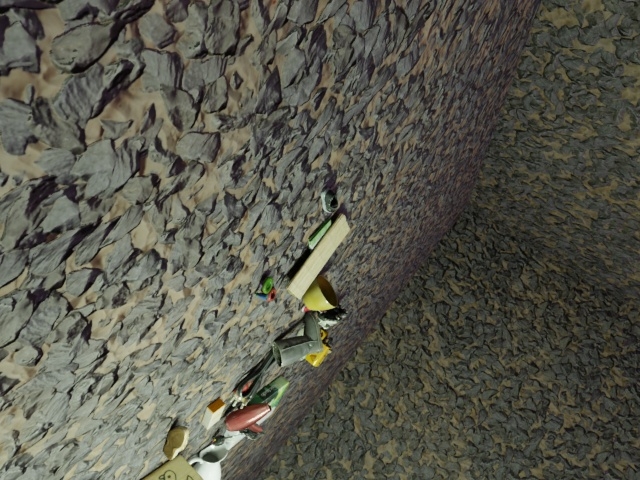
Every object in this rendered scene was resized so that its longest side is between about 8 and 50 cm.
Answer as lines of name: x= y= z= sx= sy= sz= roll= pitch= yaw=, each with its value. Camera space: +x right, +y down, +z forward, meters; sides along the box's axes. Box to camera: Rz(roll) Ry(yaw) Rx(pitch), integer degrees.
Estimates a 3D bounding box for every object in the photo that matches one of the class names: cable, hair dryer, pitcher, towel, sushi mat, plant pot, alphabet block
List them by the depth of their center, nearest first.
towel: x=0.000 y=0.000 z=1.574 sx=0.113 sy=0.023 sz=0.152 roll=-49 pitch=157 yaw=-21
alphabet block: x=-0.525 y=0.902 z=1.592 sx=0.194 sy=0.192 sz=0.197 roll=-60 pitch=160 yaw=20
sushi mat: x=-0.003 y=0.060 z=1.593 sx=0.317 sy=0.019 sz=0.151 roll=-54 pitch=159 yaw=-8
plant pot: x=-0.011 y=0.211 z=1.759 sx=0.095 sy=0.134 sz=0.134 roll=-30 pitch=167 yaw=18
cable: x=-0.256 y=0.518 z=1.815 sx=0.287 sy=0.072 sz=0.140 roll=-60 pitch=151 yaw=-22
pitcher: x=-0.482 y=0.938 z=1.879 sx=0.177 sy=0.125 sz=0.207 roll=3 pitch=115 yaw=-39
hair dryer: x=-0.291 y=0.733 z=1.887 sx=0.223 sy=0.080 sz=0.294 roll=7 pitch=136 yaw=-39

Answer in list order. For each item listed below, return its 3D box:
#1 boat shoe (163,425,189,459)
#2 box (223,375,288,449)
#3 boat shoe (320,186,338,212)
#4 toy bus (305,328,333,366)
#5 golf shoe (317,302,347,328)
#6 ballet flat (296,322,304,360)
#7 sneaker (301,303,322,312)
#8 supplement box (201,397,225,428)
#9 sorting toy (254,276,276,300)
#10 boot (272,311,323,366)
boat shoe: x=-0.462 y=0.647 z=1.516 sx=0.059 sy=0.063 sz=0.170 roll=-29 pitch=158 yaw=-55
box: x=-0.291 y=0.771 z=2.101 sx=0.322 sy=0.058 sz=0.233 roll=-22 pitch=143 yaw=-57
boat shoe: x=0.033 y=-0.115 z=1.424 sx=0.049 sy=0.040 sz=0.142 roll=-52 pitch=160 yaw=-8
toy bus: x=0.006 y=0.528 z=2.311 sx=0.191 sy=0.104 sz=0.202 roll=-36 pitch=154 yaw=-42
golf shoe: x=0.041 y=0.361 z=2.131 sx=0.120 sy=0.105 sz=0.272 roll=-50 pitch=161 yaw=10
ballet flat: x=-0.080 y=0.431 z=2.027 sx=0.079 sy=0.077 sz=0.222 roll=1 pitch=119 yaw=-45
sneaker: x=-0.023 y=0.270 z=1.883 sx=0.118 sy=0.067 sz=0.042 roll=-26 pitch=146 yaw=-53
supplement box: x=-0.386 y=0.623 z=1.675 sx=0.062 sy=0.036 sz=0.099 roll=-26 pitch=146 yaw=-53
sorting toy: x=-0.170 y=0.149 z=1.408 sx=0.061 sy=0.042 sz=0.102 roll=-60 pitch=154 yaw=-33
boot: x=-0.099 y=0.395 z=1.876 sx=0.208 sy=0.190 sz=0.076 roll=-7 pitch=158 yaw=-28
